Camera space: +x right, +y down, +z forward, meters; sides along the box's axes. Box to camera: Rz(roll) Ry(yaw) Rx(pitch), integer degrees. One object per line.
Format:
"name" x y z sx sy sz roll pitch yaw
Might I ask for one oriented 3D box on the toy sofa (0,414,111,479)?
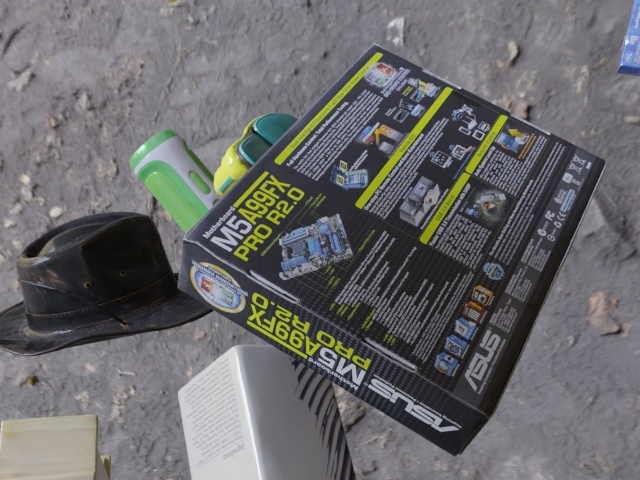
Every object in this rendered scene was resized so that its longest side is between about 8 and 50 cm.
"toy sofa" -0.448 0.429 1.295 0.150 0.362 0.177 0 64 -12

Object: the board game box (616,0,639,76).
"board game box" 0.263 -0.154 0.523 0.090 0.020 0.090 13 88 14

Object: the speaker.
"speaker" -0.247 -0.077 1.515 0.131 0.131 0.296 -40 91 -16

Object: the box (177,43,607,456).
"box" 0.065 -0.015 0.546 0.216 0.060 0.270 29 51 11

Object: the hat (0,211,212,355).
"hat" -0.295 0.035 1.005 0.332 0.331 0.133 -10 102 -9

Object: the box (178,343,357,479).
"box" -0.030 0.227 0.597 0.094 0.113 0.275 7 58 -37

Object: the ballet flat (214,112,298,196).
"ballet flat" -0.083 -0.112 1.001 0.077 0.231 0.077 41 116 -3
